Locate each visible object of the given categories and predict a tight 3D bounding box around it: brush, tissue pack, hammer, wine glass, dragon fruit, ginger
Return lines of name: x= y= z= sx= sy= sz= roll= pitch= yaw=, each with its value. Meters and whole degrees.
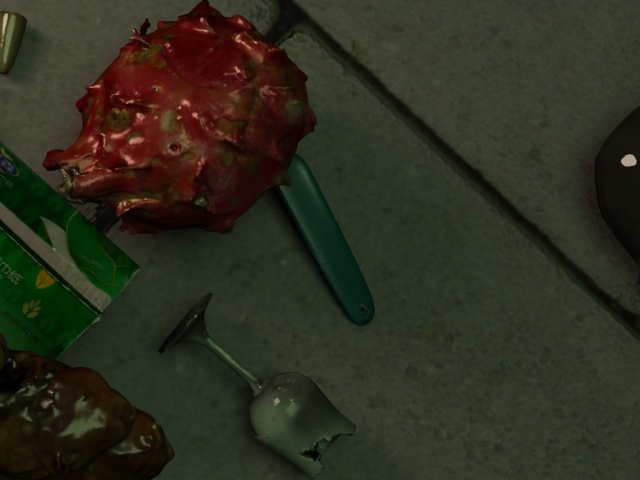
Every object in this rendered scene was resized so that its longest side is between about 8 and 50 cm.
brush: x=0.000 y=0.000 z=1.650 sx=0.043 sy=0.032 sz=0.193 roll=-33 pitch=103 yaw=-28
tissue pack: x=-0.287 y=0.008 z=1.484 sx=0.209 sy=0.148 sz=0.156 roll=43 pitch=31 yaw=-6
hammer: x=-0.382 y=-0.213 z=1.559 sx=0.195 sy=0.028 sz=0.060 roll=16 pitch=80 yaw=-13
wine glass: x=-0.058 y=0.142 z=1.568 sx=0.195 sy=0.079 sz=0.079 roll=41 pitch=68 yaw=-6
dragon fruit: x=-0.132 y=-0.098 z=1.534 sx=0.268 sy=0.210 sz=0.205 roll=-30 pitch=50 yaw=-25
ginger: x=-0.289 y=0.126 z=1.326 sx=0.357 sy=0.274 sz=0.152 roll=35 pitch=49 yaw=-31

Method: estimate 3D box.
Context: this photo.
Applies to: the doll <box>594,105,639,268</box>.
doll: x=0.516 y=-0.021 z=1.774 sx=0.379 sy=0.252 sz=0.382 roll=-23 pitch=83 yaw=9
